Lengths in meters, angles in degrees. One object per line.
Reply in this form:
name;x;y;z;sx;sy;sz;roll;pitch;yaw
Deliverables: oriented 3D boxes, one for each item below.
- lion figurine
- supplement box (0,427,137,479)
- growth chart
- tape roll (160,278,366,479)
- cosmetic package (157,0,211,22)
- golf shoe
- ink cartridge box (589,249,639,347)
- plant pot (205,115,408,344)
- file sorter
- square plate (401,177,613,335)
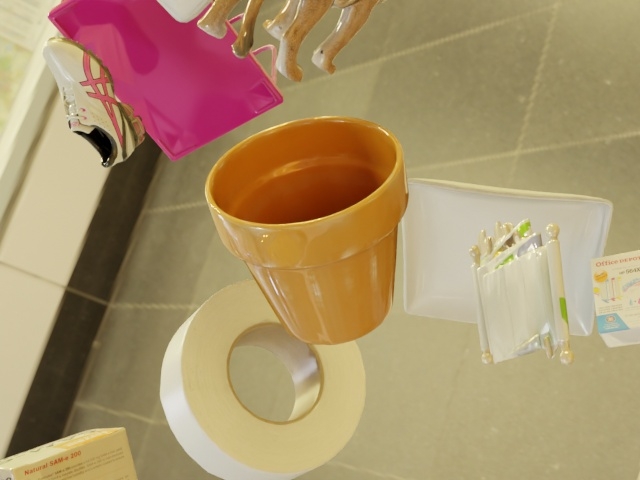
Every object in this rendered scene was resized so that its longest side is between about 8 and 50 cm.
lion figurine;0.014;-0.308;1.169;0.240;0.142;0.392;-54;2;18
supplement box;-0.113;0.143;0.489;0.036;0.062;0.099;-13;90;45
growth chart;0.219;0.059;1.189;0.237;0.021;0.172;148;121;-73
tape roll;-0.080;0.201;1.505;0.100;0.286;0.286;137;146;-56
cosmetic package;0.000;-0.338;0.668;0.230;0.161;0.453;-39;16;31
golf shoe;-0.308;-0.184;1.396;0.067;0.186;0.086;-17;29;38
ink cartridge box;0.483;0.084;1.664;0.092;0.090;0.143;-12;65;22
plant pot;0.000;0.000;1.117;0.205;0.188;0.205;-9;35;7
file sorter;-0.216;-0.310;1.556;0.202;0.291;0.182;-26;36;18
square plate;0.313;0.025;1.825;0.347;0.343;0.049;83;-162;-46
